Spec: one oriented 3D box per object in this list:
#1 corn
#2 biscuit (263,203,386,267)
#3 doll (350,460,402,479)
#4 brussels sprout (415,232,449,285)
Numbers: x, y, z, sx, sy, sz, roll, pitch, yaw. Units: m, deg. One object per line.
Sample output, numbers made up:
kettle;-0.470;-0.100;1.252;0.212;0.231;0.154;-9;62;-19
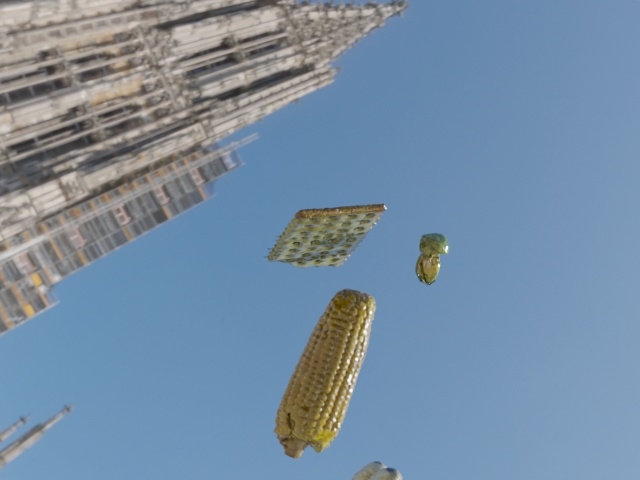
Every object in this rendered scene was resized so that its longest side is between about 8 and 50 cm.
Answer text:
corn;0.010;0.192;1.169;0.097;0.261;0.097;22;-16;7
biscuit;0.000;-0.001;1.141;0.203;0.144;0.016;128;-47;-59
doll;0.042;0.506;1.387;0.149;0.278;0.175;38;-14;25
brussels sprout;0.162;0.024;1.196;0.046;0.051;0.083;17;-50;0
